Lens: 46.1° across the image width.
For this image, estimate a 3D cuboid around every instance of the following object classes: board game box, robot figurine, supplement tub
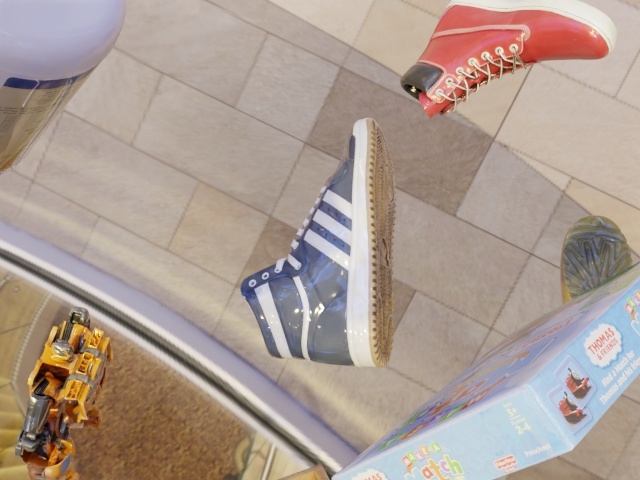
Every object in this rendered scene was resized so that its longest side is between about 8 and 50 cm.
[{"bbox_3d":[0.125,0.079,0.440,0.039,0.211,0.160,56,136,8],"label":"board game box"},{"bbox_3d":[-0.350,0.224,1.046,0.085,0.211,0.291,17,138,-7],"label":"robot figurine"},{"bbox_3d":[-0.365,-0.192,0.756,0.316,0.228,0.228,-32,88,41],"label":"supplement tub"}]

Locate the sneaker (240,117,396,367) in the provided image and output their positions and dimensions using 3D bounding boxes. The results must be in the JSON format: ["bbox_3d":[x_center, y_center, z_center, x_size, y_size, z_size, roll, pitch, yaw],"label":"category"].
[{"bbox_3d":[0.000,0.000,0.832,0.153,0.099,0.282,-6,69,22],"label":"sneaker"}]

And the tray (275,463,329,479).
[{"bbox_3d":[-0.041,0.370,0.730,0.203,0.411,0.076,-18,101,-9],"label":"tray"}]

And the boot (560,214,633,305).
[{"bbox_3d":[0.350,0.115,1.076,0.089,0.269,0.236,5,73,1],"label":"boot"}]

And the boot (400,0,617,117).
[{"bbox_3d":[0.217,-0.209,0.912,0.244,0.088,0.176,23,74,46],"label":"boot"}]
